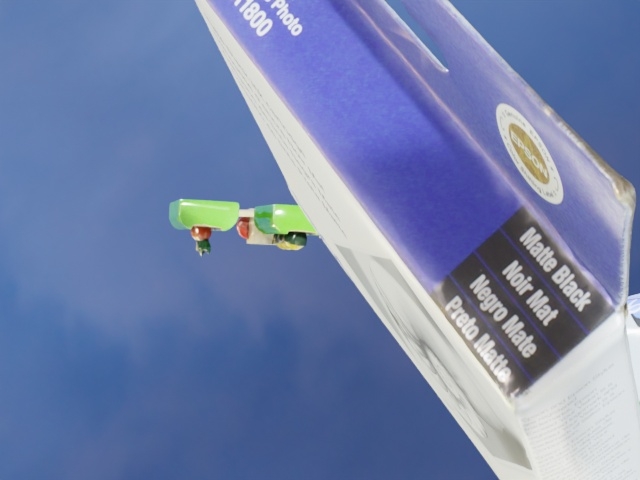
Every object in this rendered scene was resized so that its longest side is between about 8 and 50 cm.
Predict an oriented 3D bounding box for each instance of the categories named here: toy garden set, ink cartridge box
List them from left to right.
[{"bbox_3d":[0.000,0.000,1.021,0.244,0.204,0.049,3,-90,-11],"label":"toy garden set"},{"bbox_3d":[0.027,-0.016,0.430,0.045,0.224,0.223,-33,-125,-5],"label":"ink cartridge box"}]

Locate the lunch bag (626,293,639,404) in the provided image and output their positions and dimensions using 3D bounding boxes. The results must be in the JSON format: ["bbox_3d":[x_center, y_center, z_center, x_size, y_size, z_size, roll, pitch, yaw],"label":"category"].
[{"bbox_3d":[0.405,0.117,0.855,0.327,0.385,0.239,-9,-93,42],"label":"lunch bag"}]
